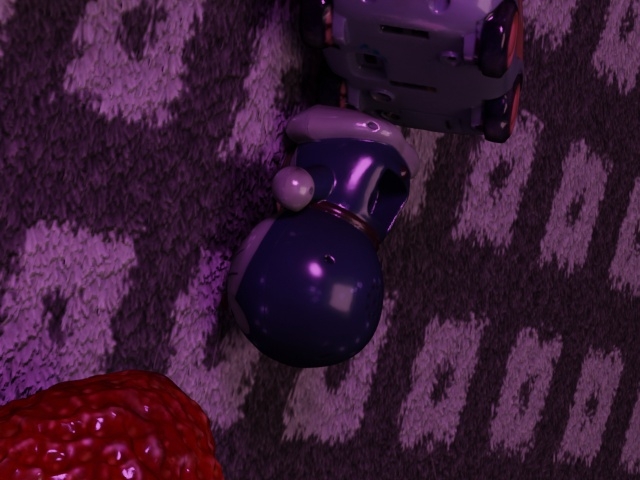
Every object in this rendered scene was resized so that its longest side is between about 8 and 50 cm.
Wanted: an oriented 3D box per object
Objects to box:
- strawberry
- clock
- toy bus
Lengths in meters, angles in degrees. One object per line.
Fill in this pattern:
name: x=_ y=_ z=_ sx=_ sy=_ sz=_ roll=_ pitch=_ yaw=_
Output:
strawberry: x=-0.209 y=0.226 z=1.410 sx=0.292 sy=0.291 sz=0.310 roll=41 pitch=42 yaw=-58
clock: x=0.000 y=0.000 z=1.778 sx=0.199 sy=0.146 sz=0.243 roll=56 pitch=48 yaw=-59
toy bus: x=0.101 y=-0.234 z=1.771 sx=0.288 sy=0.194 sz=0.232 roll=69 pitch=30 yaw=-67
